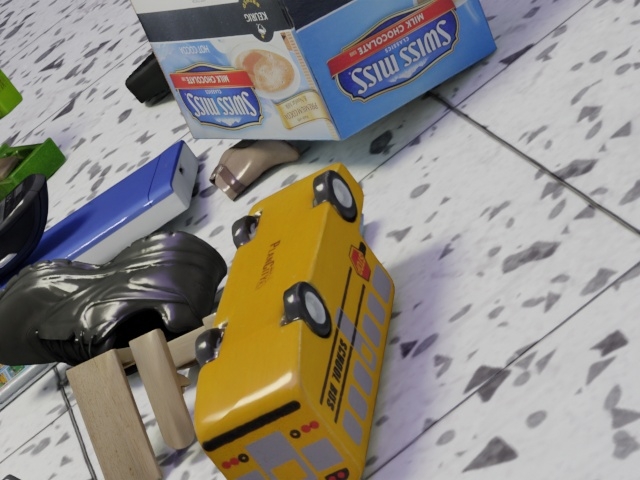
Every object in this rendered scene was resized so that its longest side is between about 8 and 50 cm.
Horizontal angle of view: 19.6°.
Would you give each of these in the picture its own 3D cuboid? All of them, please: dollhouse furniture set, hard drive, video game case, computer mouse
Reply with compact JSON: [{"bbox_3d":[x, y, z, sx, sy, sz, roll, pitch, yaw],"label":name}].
[{"bbox_3d":[-0.532,-0.086,2.539,0.151,0.197,0.301,-3,40,52],"label":"dollhouse furniture set"},{"bbox_3d":[-0.288,0.007,2.173,0.318,0.040,0.210,-33,15,10],"label":"hard drive"},{"bbox_3d":[-0.346,0.136,2.071,0.143,0.019,0.157,-40,23,-6],"label":"video game case"},{"bbox_3d":[-0.401,0.021,2.192,0.262,0.060,0.184,-47,18,5],"label":"computer mouse"},{"bbox_3d":[-0.117,0.145,1.703,0.144,0.123,0.151,-25,-10,27],"label":"dollhouse furniture set"}]

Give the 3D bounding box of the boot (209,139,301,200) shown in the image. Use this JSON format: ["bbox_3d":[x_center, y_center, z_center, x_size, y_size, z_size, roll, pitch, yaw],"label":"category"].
[{"bbox_3d":[-0.076,-0.082,2.074,0.087,0.042,0.118,-49,26,-7],"label":"boot"}]

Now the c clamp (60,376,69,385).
[{"bbox_3d":[-0.226,0.078,2.000,0.137,0.022,0.161,-34,23,10],"label":"c clamp"}]

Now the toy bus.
[{"bbox_3d":[-0.015,0.071,1.558,0.108,0.130,0.333,-28,24,23],"label":"toy bus"}]

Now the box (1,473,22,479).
[{"bbox_3d":[-0.202,0.300,1.375,0.165,0.143,0.270,-46,24,-19],"label":"box"}]

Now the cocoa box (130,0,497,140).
[{"bbox_3d":[-0.021,-0.254,2.022,0.231,0.228,0.347,-31,18,-25],"label":"cocoa box"}]

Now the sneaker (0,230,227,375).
[{"bbox_3d":[-0.231,0.084,1.877,0.286,0.109,0.130,-20,43,27],"label":"sneaker"}]

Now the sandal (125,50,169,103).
[{"bbox_3d":[-0.117,-0.259,2.418,0.167,0.107,0.446,-49,12,-23],"label":"sandal"}]

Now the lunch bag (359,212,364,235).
[{"bbox_3d":[0.000,0.000,1.779,0.071,0.053,0.083,-27,34,28],"label":"lunch bag"}]
